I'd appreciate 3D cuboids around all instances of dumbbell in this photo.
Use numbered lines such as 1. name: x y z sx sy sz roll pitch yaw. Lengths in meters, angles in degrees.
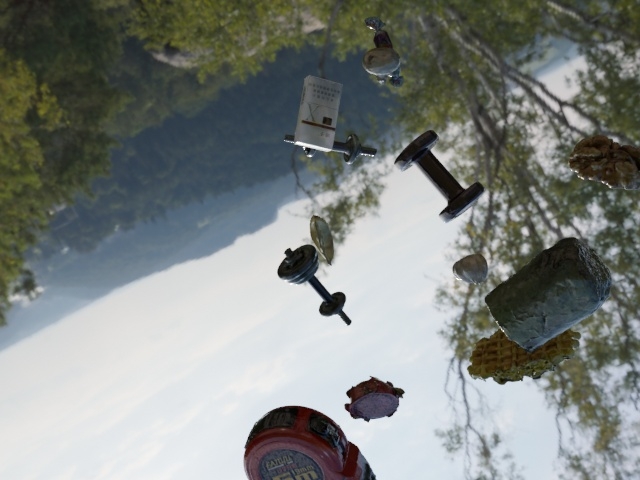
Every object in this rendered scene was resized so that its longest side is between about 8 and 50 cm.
1. dumbbell: -0.004 0.113 1.638 0.110 0.254 0.110 -32 -155 17
2. dumbbell: 0.029 -0.251 1.820 0.254 0.082 0.081 7 175 -18
3. dumbbell: 0.306 -0.164 1.779 0.140 0.225 0.124 -38 172 -23

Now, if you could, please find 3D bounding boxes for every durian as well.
1. durian: 0.010 -0.003 1.665 0.052 0.130 0.066 -19 -177 -11

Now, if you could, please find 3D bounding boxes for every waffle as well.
1. waffle: 0.584 0.320 1.999 0.307 0.060 0.312 -36 -161 -33

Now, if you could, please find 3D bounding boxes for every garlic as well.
1. garlic: 0.432 0.082 2.005 0.074 0.094 0.113 19 148 -36

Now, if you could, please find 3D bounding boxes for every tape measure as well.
1. tape measure: -0.039 0.482 1.522 0.253 0.260 0.114 -25 -163 22

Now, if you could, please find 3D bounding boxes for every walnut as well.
1. walnut: 0.636 -0.178 1.512 0.170 0.069 0.143 24 -126 27

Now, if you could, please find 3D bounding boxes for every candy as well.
1. candy: 0.152 -0.441 1.613 0.045 0.175 0.043 -18 -169 17

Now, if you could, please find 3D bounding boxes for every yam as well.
1. yam: 0.576 0.137 1.738 0.300 0.195 0.195 -47 173 36

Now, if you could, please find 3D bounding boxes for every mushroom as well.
1. mushroom: 0.132 -0.375 1.493 0.085 0.079 0.085 -1 -147 1

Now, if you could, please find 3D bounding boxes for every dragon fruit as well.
1. dragon fruit: 0.108 0.324 1.447 0.068 0.112 0.126 -95 -157 -46

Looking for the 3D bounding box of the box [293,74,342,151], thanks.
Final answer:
1. box: -0.006 -0.284 1.551 0.084 0.154 0.040 11 173 -21
